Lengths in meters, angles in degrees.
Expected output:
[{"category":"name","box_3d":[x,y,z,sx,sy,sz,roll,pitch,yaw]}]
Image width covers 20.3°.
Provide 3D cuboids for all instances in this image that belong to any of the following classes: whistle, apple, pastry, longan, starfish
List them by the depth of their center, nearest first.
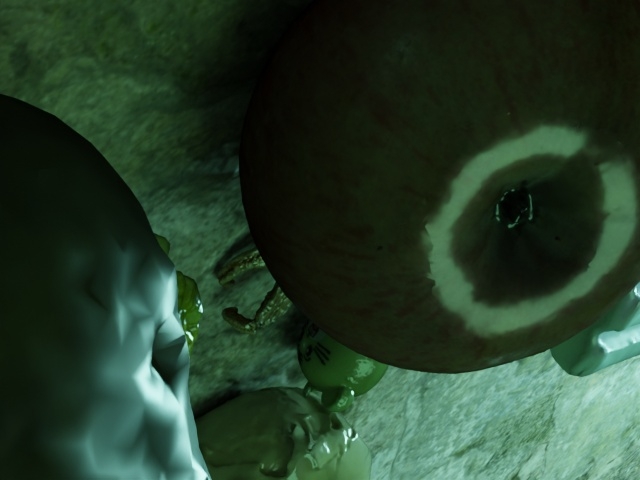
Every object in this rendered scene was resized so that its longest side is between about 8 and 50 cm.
[{"category":"longan","box_3d":[-0.258,0.127,0.937,0.404,0.404,0.436,-26,118,-30]},{"category":"apple","box_3d":[0.113,-0.061,1.284,0.344,0.269,0.345,-17,139,-15]},{"category":"starfish","box_3d":[0.007,0.007,1.515,0.209,0.053,0.150,-24,152,-37]},{"category":"whistle","box_3d":[0.053,0.057,1.605,0.085,0.105,0.227,28,108,-30]},{"category":"pastry","box_3d":[-0.066,0.246,1.681,0.265,0.133,0.265,-32,147,-24]}]

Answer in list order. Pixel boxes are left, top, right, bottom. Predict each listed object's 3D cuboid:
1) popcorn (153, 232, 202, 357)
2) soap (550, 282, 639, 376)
[{"category":"popcorn","box_3d":[-0.148,0.049,1.282,0.126,0.126,0.145,-8,-174,-10]},{"category":"soap","box_3d":[0.409,-0.028,1.901,0.446,0.156,0.261,-12,139,-46]}]
